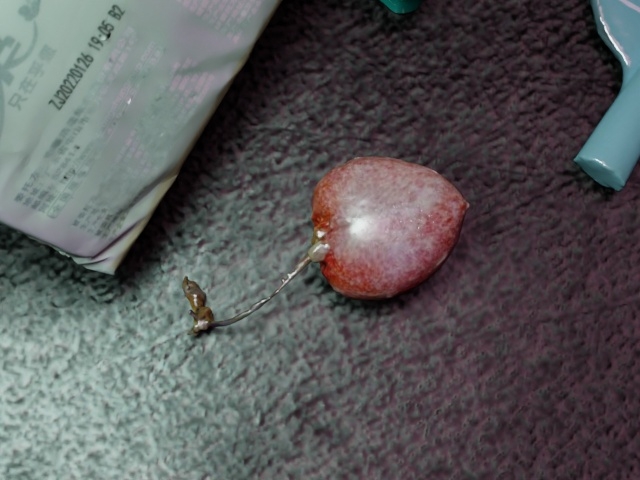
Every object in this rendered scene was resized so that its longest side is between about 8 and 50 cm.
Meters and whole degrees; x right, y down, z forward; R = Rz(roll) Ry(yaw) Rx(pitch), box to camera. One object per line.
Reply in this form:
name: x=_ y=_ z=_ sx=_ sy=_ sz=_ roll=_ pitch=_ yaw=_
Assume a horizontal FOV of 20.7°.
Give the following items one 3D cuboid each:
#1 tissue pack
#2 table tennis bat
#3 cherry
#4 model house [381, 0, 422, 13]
tissue pack: x=-0.167 y=-0.218 z=1.154 sx=0.205 sy=0.332 sz=0.405 roll=34 pitch=92 yaw=29
table tennis bat: x=0.296 y=-0.183 z=1.361 sx=0.215 sy=0.044 sz=0.329 roll=32 pitch=78 yaw=3
cherry: x=0.000 y=0.000 z=1.296 sx=0.225 sy=0.090 sz=0.107 roll=-13 pitch=92 yaw=5
model house: x=0.050 y=-0.255 z=1.337 sx=0.127 sy=0.100 sz=0.149 roll=-16 pitch=82 yaw=-4
